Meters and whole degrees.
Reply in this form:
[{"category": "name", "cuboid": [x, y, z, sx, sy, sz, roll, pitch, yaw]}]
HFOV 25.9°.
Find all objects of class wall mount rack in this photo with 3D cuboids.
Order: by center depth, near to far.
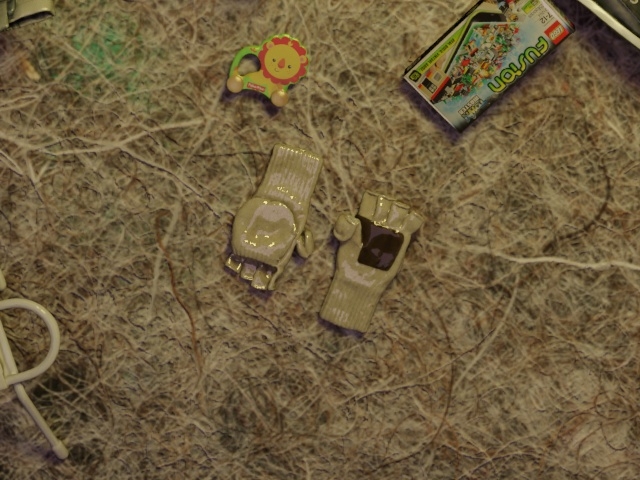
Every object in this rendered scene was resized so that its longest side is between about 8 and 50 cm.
[{"category": "wall mount rack", "cuboid": [-0.501, 0.204, 1.901, 0.350, 0.130, 0.304, -16, 99, 2]}]

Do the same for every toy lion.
[{"category": "toy lion", "cuboid": [-0.068, -0.233, 1.863, 0.100, 0.034, 0.096, 17, 95, -6]}]

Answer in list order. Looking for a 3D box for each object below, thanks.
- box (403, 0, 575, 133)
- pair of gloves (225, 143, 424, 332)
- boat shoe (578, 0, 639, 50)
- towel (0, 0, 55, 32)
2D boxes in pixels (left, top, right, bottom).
[{"category": "box", "cuboid": [0.222, -0.251, 1.841, 0.114, 0.036, 0.207, 43, 111, -10]}, {"category": "pair of gloves", "cuboid": [0.000, 0.000, 1.911, 0.240, 0.042, 0.204, 27, 101, -7]}, {"category": "boat shoe", "cuboid": [0.389, -0.324, 1.816, 0.302, 0.114, 0.091, 33, 105, -10]}, {"category": "towel", "cuboid": [-0.506, -0.384, 1.737, 0.312, 0.056, 0.324, -16, 78, 2]}]
